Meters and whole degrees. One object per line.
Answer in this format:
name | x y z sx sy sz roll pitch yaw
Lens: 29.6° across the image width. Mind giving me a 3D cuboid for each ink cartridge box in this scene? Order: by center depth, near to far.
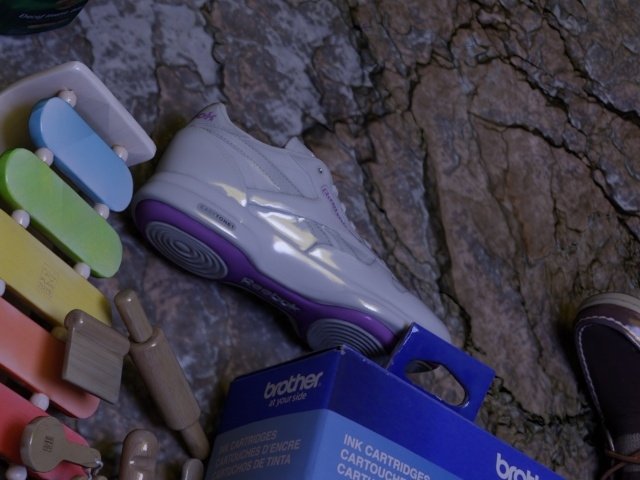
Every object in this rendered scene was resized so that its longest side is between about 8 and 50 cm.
ink cartridge box | 0.038 0.262 0.900 0.270 0.151 0.395 32 55 -29

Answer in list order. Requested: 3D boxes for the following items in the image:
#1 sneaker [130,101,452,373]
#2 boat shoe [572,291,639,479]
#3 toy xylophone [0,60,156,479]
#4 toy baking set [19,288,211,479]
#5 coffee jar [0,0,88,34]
sneaker | 0.000 0.000 1.000 0.305 0.114 0.152 35 57 -21
boat shoe | 0.335 0.212 1.164 0.123 0.123 0.342 -38 103 -40
toy xylophone | -0.222 0.021 0.806 0.236 0.081 0.322 41 51 -55
toy baking set | -0.139 0.166 0.851 0.196 0.030 0.256 -63 141 -42
coffee jar | -0.192 -0.224 0.901 0.096 0.184 0.079 -18 84 -38
